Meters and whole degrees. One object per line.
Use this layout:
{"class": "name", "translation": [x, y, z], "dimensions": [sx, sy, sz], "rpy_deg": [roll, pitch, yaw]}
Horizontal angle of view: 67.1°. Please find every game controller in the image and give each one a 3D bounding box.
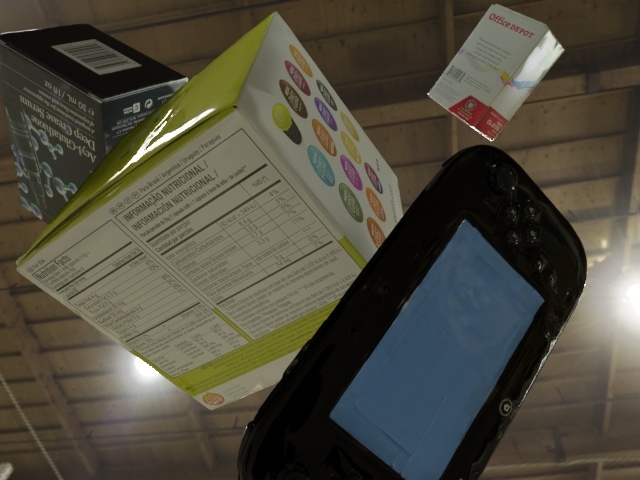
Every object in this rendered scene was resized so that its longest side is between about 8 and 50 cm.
{"class": "game controller", "translation": [0.087, 0.082, 0.359], "dimensions": [0.166, 0.067, 0.319], "rpy_deg": [40, -106, -6]}

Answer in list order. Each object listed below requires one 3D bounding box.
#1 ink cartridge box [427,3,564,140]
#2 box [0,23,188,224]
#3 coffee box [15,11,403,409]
{"class": "ink cartridge box", "translation": [0.285, -0.276, 0.797], "dimensions": [0.072, 0.127, 0.175], "rpy_deg": [17, -62, -41]}
{"class": "box", "translation": [-0.471, -0.198, 1.022], "dimensions": [0.293, 0.212, 0.396], "rpy_deg": [30, -50, 17]}
{"class": "coffee box", "translation": [-0.106, -0.038, 0.673], "dimensions": [0.338, 0.338, 0.334], "rpy_deg": [-29, -59, 22]}
